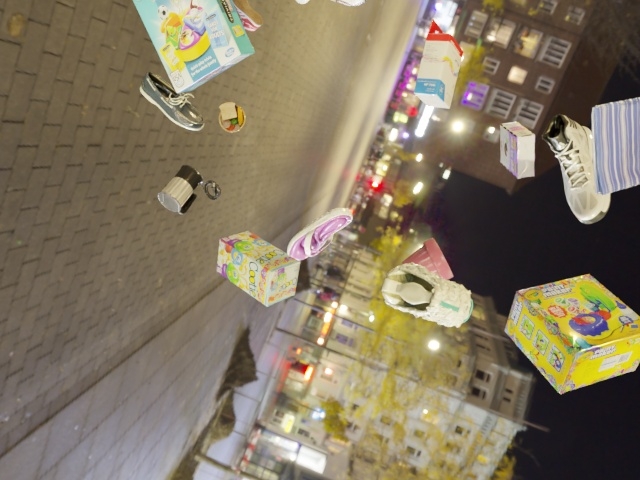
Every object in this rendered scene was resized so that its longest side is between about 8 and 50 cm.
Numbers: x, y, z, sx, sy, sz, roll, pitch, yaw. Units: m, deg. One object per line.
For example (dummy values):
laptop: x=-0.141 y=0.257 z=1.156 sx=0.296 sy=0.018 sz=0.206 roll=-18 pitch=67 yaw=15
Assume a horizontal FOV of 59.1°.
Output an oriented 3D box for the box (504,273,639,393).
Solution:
box: x=0.783 y=0.278 z=1.735 sx=0.279 sy=0.289 sz=0.177 roll=-123 pitch=-152 yaw=-49

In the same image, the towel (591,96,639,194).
towel: x=0.881 y=-0.271 z=1.554 sx=0.040 sy=0.335 sz=0.244 roll=17 pitch=-61 yaw=65

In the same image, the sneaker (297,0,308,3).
sneaker: x=-0.117 y=-1.075 z=2.355 sx=0.090 sy=0.232 sz=0.115 roll=-49 pitch=147 yaw=18

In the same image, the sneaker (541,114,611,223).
sneaker: x=0.961 y=-0.290 z=2.190 sx=0.169 sy=0.257 sz=0.448 roll=-29 pitch=-129 yaw=45

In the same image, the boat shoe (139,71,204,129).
boat shoe: x=-0.503 y=-0.481 z=1.943 sx=0.079 sy=0.254 sz=0.095 roll=-48 pitch=-178 yaw=44

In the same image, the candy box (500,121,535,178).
candy box: x=0.755 y=-0.351 z=2.171 sx=0.196 sy=0.070 sz=0.165 roll=-95 pitch=176 yaw=-64

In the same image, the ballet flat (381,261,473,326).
ballet flat: x=0.249 y=0.131 z=1.532 sx=0.409 sy=0.146 sz=0.147 roll=9 pitch=-104 yaw=68

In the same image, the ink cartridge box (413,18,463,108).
ink cartridge box: x=0.365 y=-0.534 z=1.711 sx=0.134 sy=0.077 sz=0.231 roll=12 pitch=91 yaw=-59

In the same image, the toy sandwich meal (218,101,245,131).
toy sandwich meal: x=-0.246 y=-0.342 z=1.556 sx=0.029 sy=0.085 sz=0.086 roll=-17 pitch=128 yaw=-81

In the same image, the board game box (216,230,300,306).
board game box: x=-0.225 y=0.094 z=2.016 sx=0.144 sy=0.275 sz=0.142 roll=-19 pitch=129 yaw=-46

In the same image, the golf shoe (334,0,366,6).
golf shoe: x=0.052 y=-0.881 z=1.983 sx=0.120 sy=0.272 sz=0.105 roll=-23 pitch=125 yaw=-43

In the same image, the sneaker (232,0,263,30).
sneaker: x=-0.221 y=-0.652 z=1.618 sx=0.042 sy=0.118 sz=0.067 roll=-50 pitch=-164 yaw=-20

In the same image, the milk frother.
milk frother: x=-0.412 y=-0.150 z=1.793 sx=0.135 sy=0.143 sz=0.129 roll=-60 pitch=139 yaw=-32

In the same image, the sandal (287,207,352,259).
sandal: x=-0.013 y=-0.001 z=2.467 sx=0.416 sy=0.169 sz=0.102 roll=-44 pitch=-130 yaw=42

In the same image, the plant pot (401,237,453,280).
plant pot: x=0.478 y=0.115 z=2.566 sx=0.180 sy=0.202 sz=0.201 roll=-27 pitch=-178 yaw=8

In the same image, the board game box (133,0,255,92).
board game box: x=-0.362 y=-0.614 z=1.542 sx=0.253 sy=0.336 sz=0.079 roll=-19 pitch=-169 yaw=32
